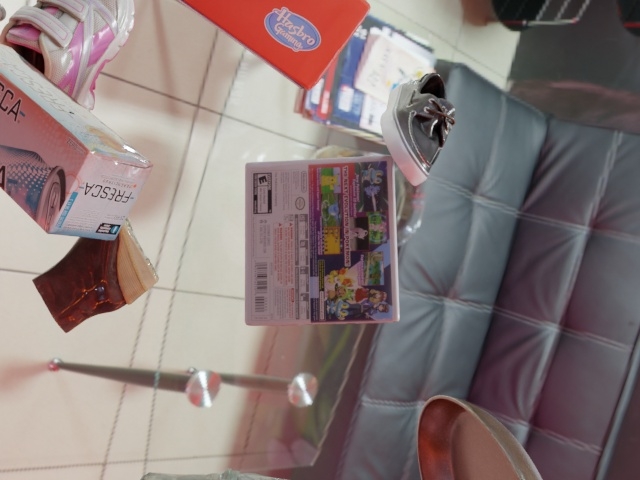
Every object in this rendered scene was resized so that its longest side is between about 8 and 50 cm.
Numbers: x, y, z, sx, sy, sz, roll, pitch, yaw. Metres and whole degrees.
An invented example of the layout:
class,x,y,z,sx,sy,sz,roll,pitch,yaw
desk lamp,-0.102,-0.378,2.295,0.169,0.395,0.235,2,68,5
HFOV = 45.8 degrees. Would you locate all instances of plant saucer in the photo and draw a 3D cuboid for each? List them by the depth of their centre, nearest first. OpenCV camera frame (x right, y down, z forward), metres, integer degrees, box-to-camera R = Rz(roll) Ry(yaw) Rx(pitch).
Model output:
class,x,y,z,sx,sy,sz,roll,pitch,yaw
plant saucer,0.211,0.337,0.936,0.050,0.310,0.311,-14,115,-17

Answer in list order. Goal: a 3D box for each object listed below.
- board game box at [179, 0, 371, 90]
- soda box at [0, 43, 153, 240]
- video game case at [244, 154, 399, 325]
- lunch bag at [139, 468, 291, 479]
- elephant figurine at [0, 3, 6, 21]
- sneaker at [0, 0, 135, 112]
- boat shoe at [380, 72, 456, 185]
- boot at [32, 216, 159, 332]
class,x,y,z,sx,sy,sz,roll,pitch,yaw
board game box,-0.138,-0.237,0.461,0.316,0.242,0.064,30,106,-32
soda box,-0.199,-0.075,0.512,0.058,0.183,0.063,8,115,-59
video game case,0.000,0.000,0.911,0.023,0.183,0.201,57,31,-77
lunch bag,-0.052,0.373,0.689,0.256,0.305,0.212,-2,117,-2
elephant figurine,-0.600,-0.411,1.246,0.239,0.186,0.169,0,106,-71
sneaker,-0.304,-0.238,0.889,0.111,0.103,0.252,34,70,-67
boat shoe,0.127,-0.145,0.915,0.080,0.076,0.228,52,24,-18
boot,-0.440,0.025,1.399,0.207,0.090,0.248,-27,98,-4
